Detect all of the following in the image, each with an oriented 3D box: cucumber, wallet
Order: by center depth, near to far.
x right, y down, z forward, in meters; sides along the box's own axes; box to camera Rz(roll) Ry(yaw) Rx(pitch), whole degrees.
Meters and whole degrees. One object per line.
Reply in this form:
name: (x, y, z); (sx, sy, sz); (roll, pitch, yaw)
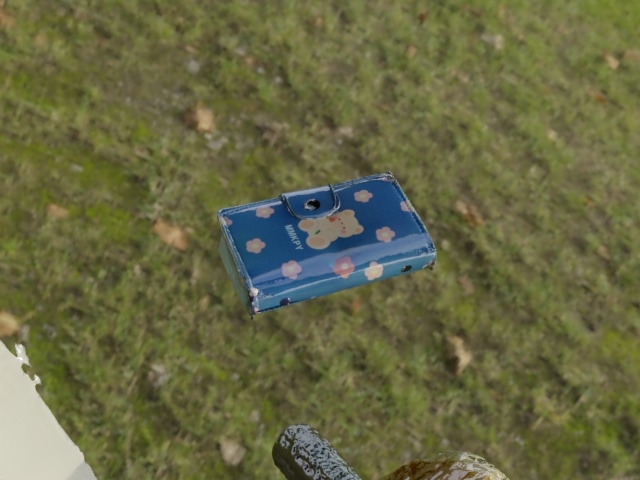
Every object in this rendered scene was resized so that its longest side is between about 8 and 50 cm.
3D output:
wallet: (0.000, -0.001, 1.235); (0.202, 0.059, 0.141); (-15, 43, -12)
cucumber: (0.021, 0.311, 1.482); (0.074, 0.074, 0.241); (8, 17, -32)

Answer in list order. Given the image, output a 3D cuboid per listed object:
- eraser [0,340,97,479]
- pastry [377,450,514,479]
eraser: (-0.288, 0.197, 0.695); (0.150, 0.331, 0.331); (19, 25, 26)
pastry: (0.075, 0.214, 0.851); (0.081, 0.153, 0.153); (58, 30, -10)
